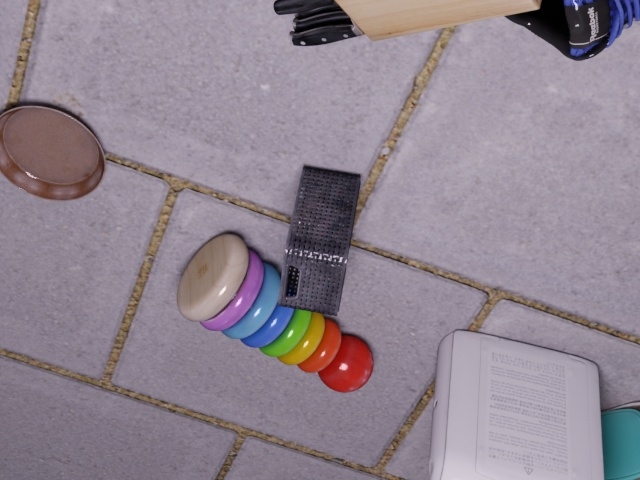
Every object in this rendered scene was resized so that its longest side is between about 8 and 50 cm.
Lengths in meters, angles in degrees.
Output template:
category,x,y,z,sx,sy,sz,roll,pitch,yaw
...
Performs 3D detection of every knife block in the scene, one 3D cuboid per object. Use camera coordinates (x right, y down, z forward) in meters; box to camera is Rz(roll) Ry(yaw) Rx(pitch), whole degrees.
category,x,y,z,sx,sy,sz,roll,pitch,yaw
knife block,0.075,-0.272,1.292,0.242,0.276,0.088,-43,136,8

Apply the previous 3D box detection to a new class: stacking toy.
category,x,y,z,sx,sy,sz,roll,pitch,yaw
stacking toy,-0.051,0.127,1.770,0.330,0.141,0.141,35,129,-29

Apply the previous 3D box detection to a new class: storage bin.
category,x,y,z,sx,sy,sz,roll,pitch,yaw
storage bin,0.000,0.000,1.594,0.084,0.180,0.122,10,133,2

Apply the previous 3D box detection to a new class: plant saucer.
category,x,y,z,sx,sy,sz,roll,pitch,yaw
plant saucer,-0.380,-0.127,1.650,0.168,0.029,0.168,5,132,6

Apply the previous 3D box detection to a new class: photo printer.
category,x,y,z,sx,sy,sz,roll,pitch,yaw
photo printer,0.287,0.290,1.721,0.256,0.307,0.107,13,133,-3

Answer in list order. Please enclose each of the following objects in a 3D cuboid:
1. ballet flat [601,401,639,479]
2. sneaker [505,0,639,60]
category,x,y,z,sx,sy,sz,roll,pitch,yaw
ballet flat,0.545,0.305,1.824,0.400,0.139,0.139,-33,119,32
sneaker,0.330,-0.273,1.284,0.315,0.182,0.127,-1,133,11
